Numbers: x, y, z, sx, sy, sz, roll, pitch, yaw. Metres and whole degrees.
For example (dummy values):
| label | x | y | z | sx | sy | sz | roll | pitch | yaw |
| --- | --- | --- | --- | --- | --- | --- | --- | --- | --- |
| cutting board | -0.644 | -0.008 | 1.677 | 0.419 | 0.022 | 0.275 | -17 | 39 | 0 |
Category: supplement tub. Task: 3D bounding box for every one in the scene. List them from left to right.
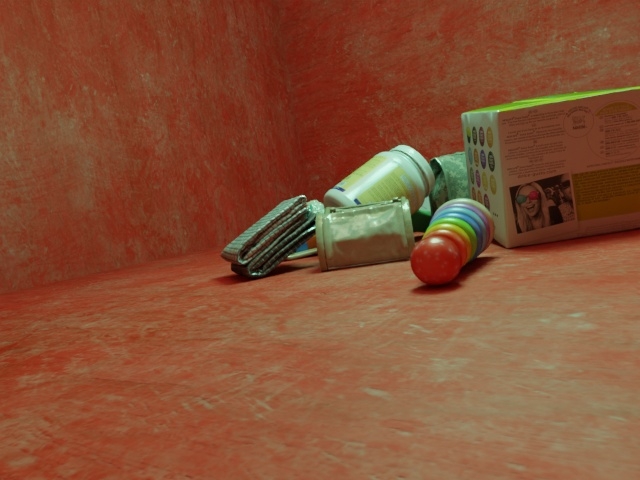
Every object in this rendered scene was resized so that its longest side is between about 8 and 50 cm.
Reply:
| label | x | y | z | sx | sy | sz | roll | pitch | yaw |
| --- | --- | --- | --- | --- | --- | --- | --- | --- | --- |
| supplement tub | 0.201 | -0.151 | 1.601 | 0.331 | 0.241 | 0.241 | -37 | 13 | -15 |

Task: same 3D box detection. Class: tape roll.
| label | x | y | z | sx | sy | sz | roll | pitch | yaw |
| --- | --- | --- | --- | --- | --- | --- | --- | --- | --- |
| tape roll | 0.358 | -0.131 | 1.859 | 0.321 | 0.077 | 0.321 | 10 | 25 | -5 |

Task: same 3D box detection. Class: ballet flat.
| label | x | y | z | sx | sy | sz | roll | pitch | yaw |
| --- | --- | --- | --- | --- | --- | --- | --- | --- | --- |
| ballet flat | 0.017 | -0.094 | 2.055 | 0.147 | 0.147 | 0.409 | -8 | -10 | 9 |

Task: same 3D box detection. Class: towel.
| label | x | y | z | sx | sy | sz | roll | pitch | yaw |
| --- | --- | --- | --- | --- | --- | --- | --- | --- | --- |
| towel | -0.148 | -0.005 | 1.413 | 0.284 | 0.121 | 0.235 | -41 | 13 | -16 |

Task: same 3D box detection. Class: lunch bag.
| label | x | y | z | sx | sy | sz | roll | pitch | yaw |
| --- | --- | --- | --- | --- | --- | --- | --- | --- | --- |
| lunch bag | 0.510 | -0.174 | 1.656 | 0.235 | 0.287 | 0.169 | -11 | 5 | -15 |

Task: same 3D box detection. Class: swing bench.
| label | x | y | z | sx | sy | sz | roll | pitch | yaw |
| --- | --- | --- | --- | --- | --- | --- | --- | --- | --- |
| swing bench | 0.129 | -0.026 | 1.322 | 0.253 | 0.165 | 0.255 | -8 | 5 | 9 |

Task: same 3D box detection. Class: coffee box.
| label | x | y | z | sx | sy | sz | roll | pitch | yaw |
| --- | --- | --- | --- | --- | --- | --- | --- | --- | --- |
| coffee box | 0.590 | -0.202 | 1.229 | 0.338 | 0.334 | 0.337 | -9 | 14 | 5 |

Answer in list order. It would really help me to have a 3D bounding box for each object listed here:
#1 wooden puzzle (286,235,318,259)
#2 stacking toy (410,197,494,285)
| label | x | y | z | sx | sy | sz | roll | pitch | yaw |
| --- | --- | --- | --- | --- | --- | --- | --- | --- | --- |
| wooden puzzle | 0.000 | 0.000 | 1.807 | 0.348 | 0.080 | 0.322 | -10 | 4 | -9 |
| stacking toy | 0.258 | 0.012 | 0.938 | 0.141 | 0.141 | 0.330 | -7 | 12 | 28 |
